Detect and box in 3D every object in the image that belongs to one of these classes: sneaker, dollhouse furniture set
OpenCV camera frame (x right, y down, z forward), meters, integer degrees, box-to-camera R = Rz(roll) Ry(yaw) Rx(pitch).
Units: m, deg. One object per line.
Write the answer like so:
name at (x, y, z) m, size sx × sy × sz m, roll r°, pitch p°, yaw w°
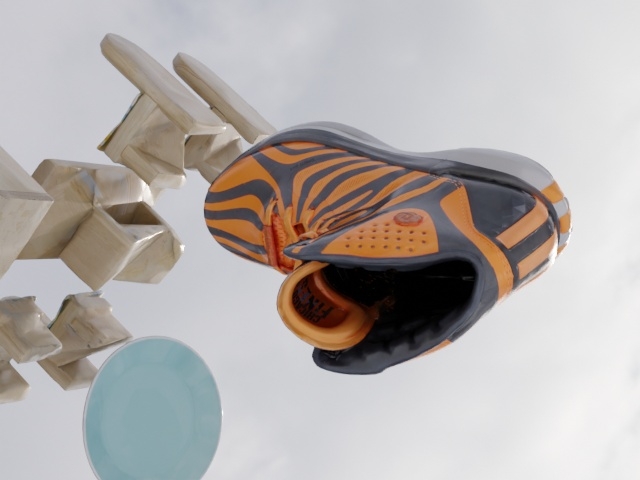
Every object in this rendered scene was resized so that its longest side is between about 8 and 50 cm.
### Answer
sneaker at (0.000, 0.000, 0.769) m, size 0.180 × 0.321 × 0.124 m, roll -36°, pitch -63°, yaw -43°
dollhouse furniture set at (-0.302, -0.054, 1.052) m, size 0.362 × 0.256 × 0.394 m, roll -51°, pitch -17°, yaw 14°

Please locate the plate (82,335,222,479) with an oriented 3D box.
plate at (-0.188, 0.200, 1.196) m, size 0.188 × 0.024 × 0.188 m, roll 7°, pitch -100°, yaw -44°
